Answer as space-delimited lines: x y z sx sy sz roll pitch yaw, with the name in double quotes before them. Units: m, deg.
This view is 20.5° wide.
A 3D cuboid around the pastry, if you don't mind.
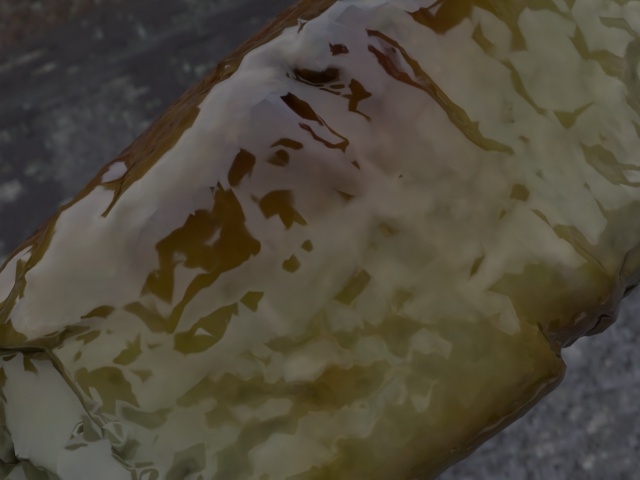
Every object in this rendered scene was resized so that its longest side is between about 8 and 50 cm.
"pastry" 0.000 0.000 0.603 0.329 0.136 0.329 -40 5 5
